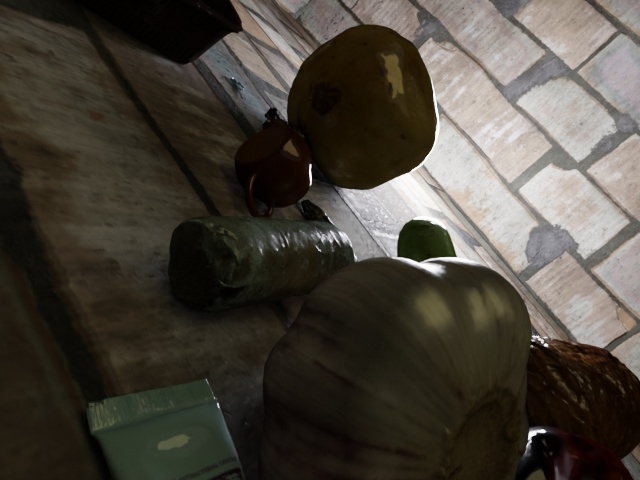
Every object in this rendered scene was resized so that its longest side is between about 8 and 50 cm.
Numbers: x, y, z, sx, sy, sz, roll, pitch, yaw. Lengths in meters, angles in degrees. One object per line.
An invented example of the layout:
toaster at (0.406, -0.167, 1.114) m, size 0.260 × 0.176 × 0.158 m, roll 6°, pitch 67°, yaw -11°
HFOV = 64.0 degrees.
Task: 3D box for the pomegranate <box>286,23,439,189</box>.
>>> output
pomegranate at (0.097, -0.269, 1.073) m, size 0.332 × 0.332 × 0.333 m, roll 40°, pitch 21°, yaw -19°

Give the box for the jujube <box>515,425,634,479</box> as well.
jujube at (0.238, 0.283, 0.523) m, size 0.236 × 0.168 × 0.168 m, roll 7°, pitch 43°, yaw -55°

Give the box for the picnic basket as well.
picnic basket at (-0.280, -0.412, 0.835) m, size 0.296 × 0.129 × 0.223 m, roll 20°, pitch 34°, yaw -50°

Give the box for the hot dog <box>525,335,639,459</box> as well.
hot dog at (0.475, 0.297, 0.978) m, size 0.387 × 0.174 × 0.267 m, roll 14°, pitch 34°, yaw -41°

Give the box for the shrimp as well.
shrimp at (-0.002, 0.002, 0.760) m, size 0.147 × 0.035 × 0.195 m, roll 9°, pitch 43°, yaw -56°

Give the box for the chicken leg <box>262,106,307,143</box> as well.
chicken leg at (-0.074, -0.176, 0.926) m, size 0.105 × 0.051 × 0.253 m, roll 36°, pitch 23°, yaw -12°

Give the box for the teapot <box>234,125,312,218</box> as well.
teapot at (-0.060, -0.091, 0.728) m, size 0.116 × 0.116 × 0.173 m, roll 40°, pitch 47°, yaw -18°

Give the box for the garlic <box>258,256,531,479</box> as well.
garlic at (0.040, 0.124, 0.422) m, size 0.245 × 0.245 × 0.253 m, roll 35°, pitch -13°, yaw -30°

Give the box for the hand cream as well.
hand cream at (-0.033, 0.220, 0.258) m, size 0.085 × 0.058 × 0.331 m, roll -3°, pitch 46°, yaw -42°

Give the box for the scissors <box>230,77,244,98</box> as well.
scissors at (-0.166, -0.309, 1.052) m, size 0.036 × 0.006 × 0.083 m, roll 32°, pitch 24°, yaw -39°

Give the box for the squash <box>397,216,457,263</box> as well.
squash at (0.201, 0.058, 0.946) m, size 0.118 × 0.118 × 0.371 m, roll 42°, pitch 23°, yaw -13°

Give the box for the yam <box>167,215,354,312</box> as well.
yam at (-0.050, 0.021, 0.538) m, size 0.093 × 0.093 × 0.259 m, roll 53°, pitch 21°, yaw 17°
